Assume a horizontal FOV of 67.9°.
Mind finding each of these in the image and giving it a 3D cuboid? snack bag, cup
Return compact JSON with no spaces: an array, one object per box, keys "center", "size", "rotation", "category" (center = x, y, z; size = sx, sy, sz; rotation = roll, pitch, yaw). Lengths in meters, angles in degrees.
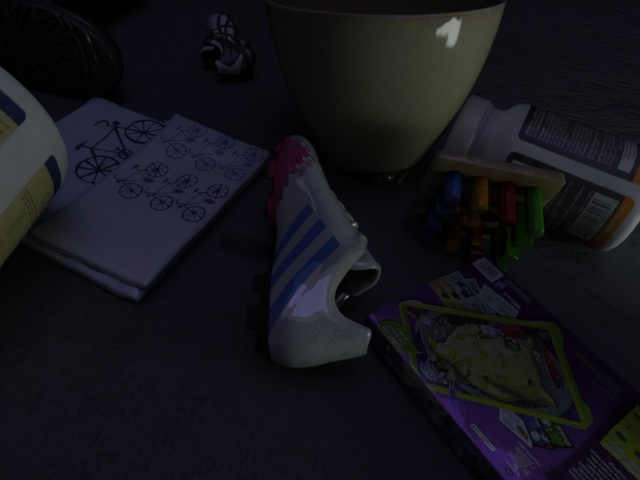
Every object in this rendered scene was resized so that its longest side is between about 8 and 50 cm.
[{"center":[-0.294,-0.097,0.683],"size":[0.342,0.037,0.323],"rotation":[23,48,12],"category":"snack bag"},{"center":[0.089,-0.246,0.730],"size":[0.331,0.237,0.331],"rotation":[-1,33,0],"category":"cup"}]

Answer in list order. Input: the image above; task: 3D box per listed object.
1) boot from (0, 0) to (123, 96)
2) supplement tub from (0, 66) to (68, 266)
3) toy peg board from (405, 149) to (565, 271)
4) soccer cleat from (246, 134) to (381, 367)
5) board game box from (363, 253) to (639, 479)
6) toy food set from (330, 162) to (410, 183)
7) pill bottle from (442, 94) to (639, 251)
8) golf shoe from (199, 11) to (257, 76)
[{"center":[-0.461,-0.462,0.935],"size":[0.367,0.146,0.445],"rotation":[16,42,3],"category":"boot"},{"center":[-0.420,-0.022,0.440],"size":[0.228,0.228,0.316],"rotation":[15,56,4],"category":"supplement tub"},{"center":[0.208,-0.027,0.633],"size":[0.161,0.161,0.079],"rotation":[11,61,0],"category":"toy peg board"},{"center":[0.000,0.000,0.589],"size":[0.143,0.116,0.331],"rotation":[0,54,3],"category":"soccer cleat"},{"center":[0.229,0.176,0.515],"size":[0.208,0.056,0.347],"rotation":[-19,53,-31],"category":"board game box"},{"center":[0.085,-0.122,0.789],"size":[0.122,0.019,0.078],"rotation":[21,46,20],"category":"toy food set"},{"center":[0.332,-0.109,0.720],"size":[0.278,0.162,0.162],"rotation":[26,48,14],"category":"pill bottle"},{"center":[-0.206,-0.397,0.954],"size":[0.094,0.077,0.198],"rotation":[-19,52,-25],"category":"golf shoe"}]
